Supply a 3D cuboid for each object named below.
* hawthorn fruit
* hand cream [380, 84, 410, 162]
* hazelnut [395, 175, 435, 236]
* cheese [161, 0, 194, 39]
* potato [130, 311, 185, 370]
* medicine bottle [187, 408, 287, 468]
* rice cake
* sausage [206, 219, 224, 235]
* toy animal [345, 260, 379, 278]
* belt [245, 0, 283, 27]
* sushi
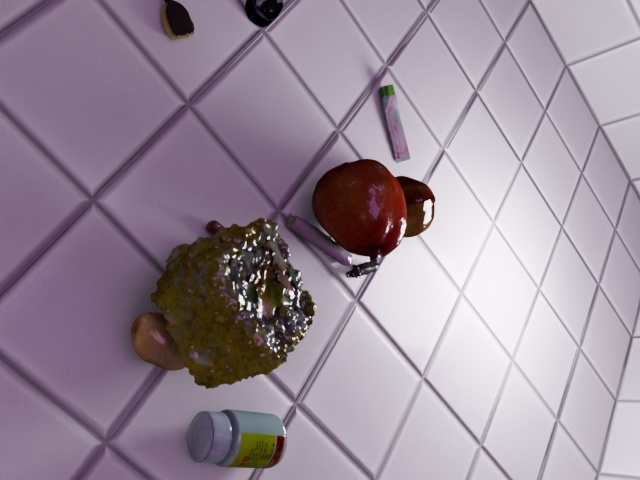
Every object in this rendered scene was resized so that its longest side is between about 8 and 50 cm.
[{"bbox_3d":[0.131,-0.099,1.986,0.311,0.295,0.295,50,50,1],"label":"hawthorn fruit"},{"bbox_3d":[0.269,-0.419,2.342,0.079,0.050,0.275,-16,98,-18],"label":"hand cream"},{"bbox_3d":[0.281,-0.117,2.190,0.229,0.229,0.230,10,74,-40],"label":"hazelnut"},{"bbox_3d":[-0.408,-0.631,1.778,0.086,0.036,0.163,-30,101,-39],"label":"cheese"},{"bbox_3d":[-0.377,0.245,1.570,0.178,0.109,0.118,38,44,-30],"label":"potato"},{"bbox_3d":[-0.208,0.500,1.645,0.225,0.139,0.139,19,69,-38],"label":"medicine bottle"},{"bbox_3d":[0.000,0.000,2.000,0.270,0.049,0.055,37,72,-32],"label":"rice cake"},{"bbox_3d":[-0.252,0.006,1.784,0.158,0.042,0.036,53,13,-23],"label":"sausage"},{"bbox_3d":[0.131,0.094,2.088,0.135,0.065,0.047,-12,88,-42],"label":"toy animal"},{"bbox_3d":[-0.173,-0.721,1.995,0.105,0.058,0.140,40,61,-22],"label":"belt"},{"bbox_3d":[-0.204,0.133,1.602,0.351,0.240,0.396,60,26,-9],"label":"sushi"}]
